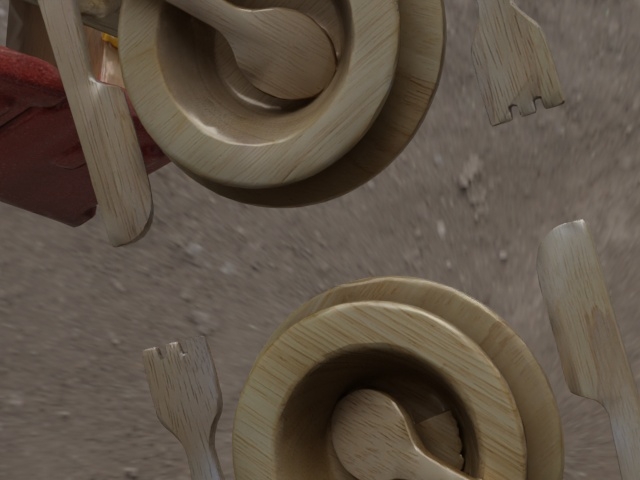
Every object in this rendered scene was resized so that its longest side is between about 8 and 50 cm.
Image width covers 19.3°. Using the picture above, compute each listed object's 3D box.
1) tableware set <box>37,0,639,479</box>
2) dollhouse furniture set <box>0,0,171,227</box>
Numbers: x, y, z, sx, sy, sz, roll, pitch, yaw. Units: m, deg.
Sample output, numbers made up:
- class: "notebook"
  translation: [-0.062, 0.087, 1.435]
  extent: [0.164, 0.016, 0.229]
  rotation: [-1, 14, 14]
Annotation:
- class: "tableware set"
  translation: [0.000, 0.000, 0.460]
  extent: [0.128, 0.039, 0.194]
  rotation: [-18, 85, 21]
- class: "dollhouse furniture set"
  translation: [-0.056, -0.162, 0.734]
  extent: [0.152, 0.374, 0.201]
  rotation: [18, 64, -35]
